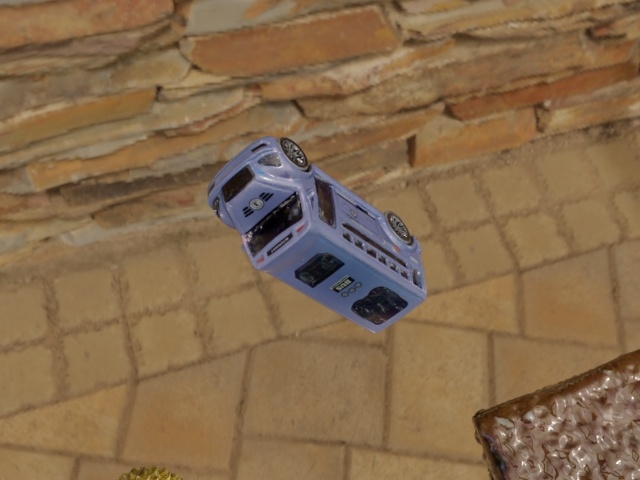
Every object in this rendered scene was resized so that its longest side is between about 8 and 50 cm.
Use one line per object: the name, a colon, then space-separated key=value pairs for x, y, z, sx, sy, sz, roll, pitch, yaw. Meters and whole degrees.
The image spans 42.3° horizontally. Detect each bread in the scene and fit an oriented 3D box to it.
bread: x=0.255 y=0.294 z=0.584 sx=0.165 sy=0.113 sz=0.417 roll=-22 pitch=73 yaw=7

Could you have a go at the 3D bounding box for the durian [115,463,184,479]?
durian: x=-0.303 y=0.450 z=1.374 sx=0.182 sy=0.165 sz=0.132 roll=-35 pitch=86 yaw=3

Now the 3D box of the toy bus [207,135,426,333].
toy bus: x=0.000 y=0.000 z=1.032 sx=0.292 sy=0.125 sz=0.133 roll=33 pitch=32 yaw=-34
